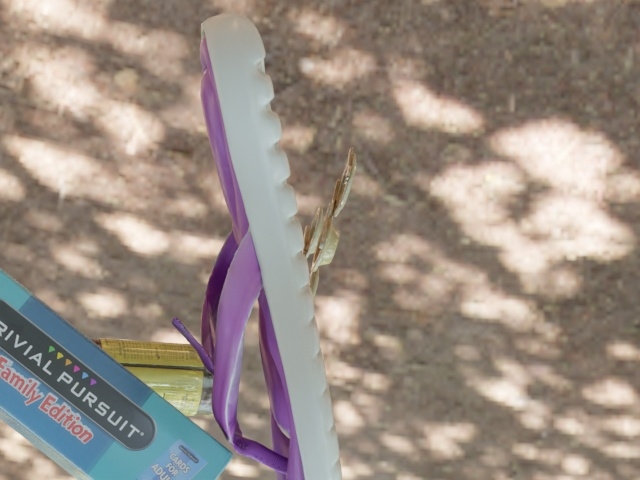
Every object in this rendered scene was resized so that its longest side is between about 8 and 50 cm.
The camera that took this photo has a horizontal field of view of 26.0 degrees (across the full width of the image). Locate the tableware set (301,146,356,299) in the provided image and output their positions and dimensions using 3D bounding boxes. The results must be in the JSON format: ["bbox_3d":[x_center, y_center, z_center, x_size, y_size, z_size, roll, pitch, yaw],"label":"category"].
[{"bbox_3d":[0.000,0.000,1.339,0.020,0.141,0.169,17,137,-5],"label":"tableware set"}]

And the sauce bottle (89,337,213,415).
[{"bbox_3d":[-0.317,0.196,2.041,0.344,0.111,0.111,7,152,-16],"label":"sauce bottle"}]

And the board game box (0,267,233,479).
[{"bbox_3d":[-0.212,0.125,1.114,0.253,0.079,0.336,39,165,-4],"label":"board game box"}]

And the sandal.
[{"bbox_3d":[-0.059,0.044,1.017,0.102,0.416,0.169,-9,172,-4],"label":"sandal"}]
